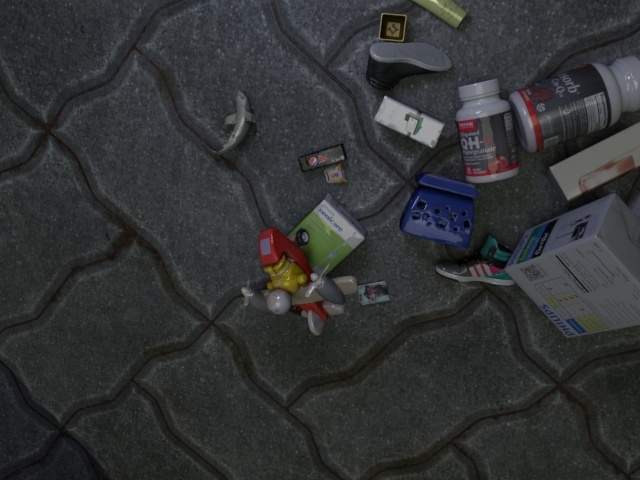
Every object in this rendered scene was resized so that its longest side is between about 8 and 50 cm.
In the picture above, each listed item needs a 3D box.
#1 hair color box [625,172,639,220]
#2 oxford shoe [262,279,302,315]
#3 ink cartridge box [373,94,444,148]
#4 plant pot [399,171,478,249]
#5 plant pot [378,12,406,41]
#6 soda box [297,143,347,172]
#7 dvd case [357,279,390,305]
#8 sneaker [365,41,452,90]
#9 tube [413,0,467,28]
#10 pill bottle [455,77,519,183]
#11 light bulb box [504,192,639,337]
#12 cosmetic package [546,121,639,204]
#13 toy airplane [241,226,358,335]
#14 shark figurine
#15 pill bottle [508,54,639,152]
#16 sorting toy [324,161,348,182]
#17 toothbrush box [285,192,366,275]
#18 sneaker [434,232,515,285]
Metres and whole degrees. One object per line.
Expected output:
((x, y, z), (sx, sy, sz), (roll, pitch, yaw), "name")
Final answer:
((1.109, -0.167, 1.695), (0.110, 0.185, 0.338), (16, 109, 4), "hair color box")
((-0.107, 0.253, 2.063), (0.272, 0.098, 0.096), (23, 109, 1), "oxford shoe")
((0.298, -0.403, 1.764), (0.220, 0.160, 0.092), (25, 109, 0), "ink cartridge box")
((0.411, -0.114, 1.805), (0.236, 0.236, 0.211), (14, 102, 4), "plant pot")
((0.237, -0.697, 1.722), (0.082, 0.083, 0.081), (7, 108, 6), "plant pot")
((0.007, -0.299, 1.898), (0.169, 0.053, 0.060), (-15, 104, 13), "soda box")
((0.204, 0.204, 2.044), (0.120, 0.013, 0.087), (-11, 105, 13), "dvd case")
((0.284, -0.574, 1.755), (0.296, 0.104, 0.147), (-1, 153, -16), "sneaker")
((0.361, -0.778, 1.693), (0.240, 0.062, 0.070), (38, 69, 1), "tube")
((0.544, -0.361, 1.728), (0.177, 0.176, 0.318), (-11, 104, 12), "pill bottle")
((0.879, 0.097, 1.707), (0.358, 0.225, 0.361), (46, 147, -7), "light bulb box")
((0.911, -0.243, 1.706), (0.296, 0.153, 0.129), (-28, 79, 17), "cosmetic package")
((-0.090, 0.181, 1.818), (0.385, 0.272, 0.386), (30, 129, 11), "toy airplane")
((-0.293, -0.384, 1.901), (0.166, 0.116, 0.278), (38, 103, 32), "shark figurine")
((0.803, -0.431, 1.649), (0.363, 0.210, 0.210), (-19, 103, 13), "pill bottle")
((0.051, -0.241, 1.922), (0.075, 0.045, 0.083), (-10, 106, 32), "sorting toy")
((0.000, 0.000, 1.956), (0.206, 0.122, 0.283), (43, 110, -6), "toothbrush box")
((0.570, 0.060, 1.880), (0.296, 0.123, 0.178), (5, 113, -1), "sneaker")
